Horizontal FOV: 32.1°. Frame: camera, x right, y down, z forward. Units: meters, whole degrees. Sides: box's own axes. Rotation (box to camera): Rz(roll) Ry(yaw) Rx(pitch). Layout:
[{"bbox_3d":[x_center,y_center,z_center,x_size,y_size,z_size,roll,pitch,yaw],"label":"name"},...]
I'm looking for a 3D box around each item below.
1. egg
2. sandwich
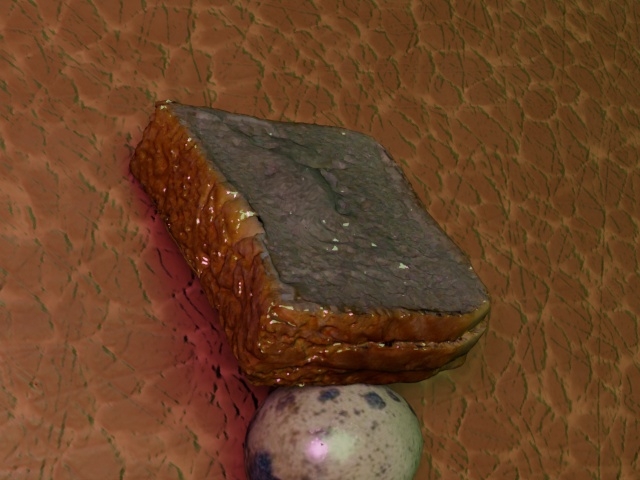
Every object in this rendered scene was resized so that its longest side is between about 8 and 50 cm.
[{"bbox_3d":[0.017,0.186,0.997,0.181,0.141,0.141,-4,71,-41],"label":"egg"},{"bbox_3d":[0.000,0.000,1.025,0.271,0.099,0.301,-1,41,-34],"label":"sandwich"}]
